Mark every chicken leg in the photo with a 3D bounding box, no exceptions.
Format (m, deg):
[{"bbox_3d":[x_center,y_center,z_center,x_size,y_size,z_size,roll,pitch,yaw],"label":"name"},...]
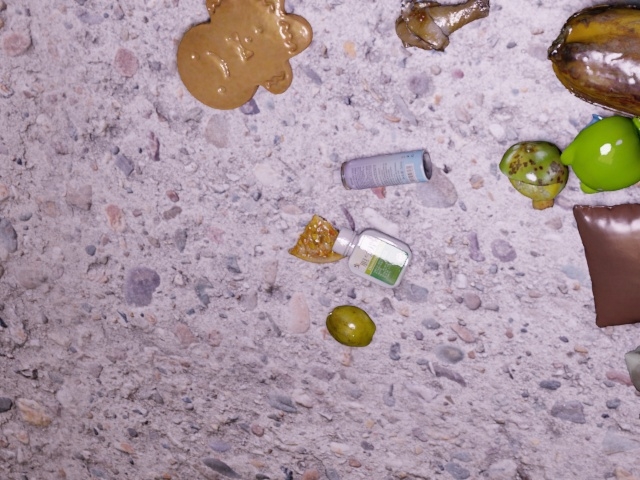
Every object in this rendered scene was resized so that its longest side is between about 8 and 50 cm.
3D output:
[{"bbox_3d":[0.247,-0.448,1.790,0.196,0.080,0.125,4,107,20],"label":"chicken leg"}]

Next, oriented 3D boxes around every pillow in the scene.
[{"bbox_3d":[0.716,0.041,1.851,0.308,0.108,0.305,-8,113,23],"label":"pillow"}]

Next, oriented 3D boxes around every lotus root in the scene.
[{"bbox_3d":[0.619,-0.322,1.609,0.398,0.179,0.195,20,90,16],"label":"lotus root"}]

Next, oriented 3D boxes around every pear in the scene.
[{"bbox_3d":[0.076,0.217,2.225,0.131,0.107,0.107,26,125,-2],"label":"pear"}]

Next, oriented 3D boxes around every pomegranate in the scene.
[{"bbox_3d":[0.462,-0.147,1.850,0.143,0.122,0.169,15,164,48],"label":"pomegranate"}]

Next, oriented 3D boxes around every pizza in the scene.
[{"bbox_3d":[0.000,0.000,2.171,0.178,0.041,0.130,10,120,18],"label":"pizza"}]

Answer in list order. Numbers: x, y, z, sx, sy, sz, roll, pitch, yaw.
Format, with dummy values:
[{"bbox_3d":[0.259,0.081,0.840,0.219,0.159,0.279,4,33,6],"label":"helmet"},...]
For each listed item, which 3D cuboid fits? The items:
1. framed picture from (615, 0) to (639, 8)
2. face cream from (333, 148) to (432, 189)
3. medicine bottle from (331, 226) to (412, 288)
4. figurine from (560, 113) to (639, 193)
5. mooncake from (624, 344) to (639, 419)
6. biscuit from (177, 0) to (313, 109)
[{"bbox_3d":[0.714,-0.461,1.620,0.289,0.016,0.213,-26,106,32],"label":"framed picture"},{"bbox_3d":[0.136,-0.159,2.002,0.229,0.075,0.075,-5,116,25],"label":"face cream"},{"bbox_3d":[0.122,0.033,2.102,0.183,0.069,0.119,26,102,3],"label":"medicine bottle"},{"bbox_3d":[0.617,-0.199,1.743,0.263,0.143,0.162,-32,118,21],"label":"figurine"},{"bbox_3d":[0.815,0.348,1.931,0.254,0.136,0.250,22,139,65],"label":"mooncake"},{"bbox_3d":[-0.186,-0.436,1.994,0.355,0.052,0.275,-27,105,32],"label":"biscuit"}]
